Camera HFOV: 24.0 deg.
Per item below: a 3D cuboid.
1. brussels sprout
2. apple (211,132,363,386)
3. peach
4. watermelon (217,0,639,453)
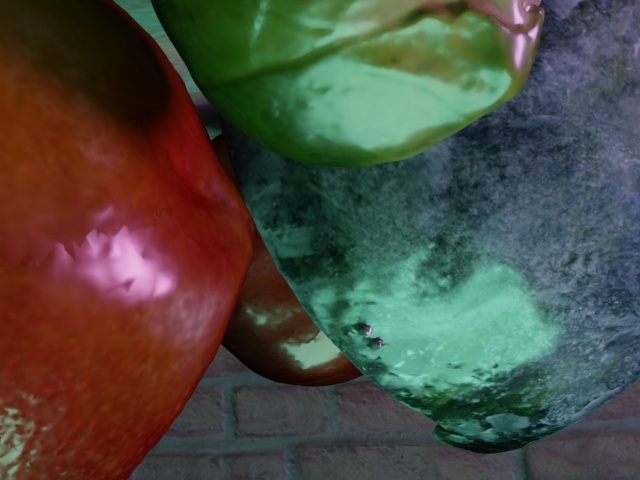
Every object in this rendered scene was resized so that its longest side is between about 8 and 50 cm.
[{"bbox_3d":[0.010,-0.102,0.572,0.155,0.155,0.117,-3,-151,-3],"label":"brussels sprout"},{"bbox_3d":[0.001,0.000,1.147,0.234,0.234,0.234,-4,174,0],"label":"apple"},{"bbox_3d":[-0.195,0.008,0.661,0.332,0.308,0.308,-7,173,7],"label":"peach"},{"bbox_3d":[0.063,-0.057,0.747,0.289,0.320,0.214,17,-156,-20],"label":"watermelon"}]
